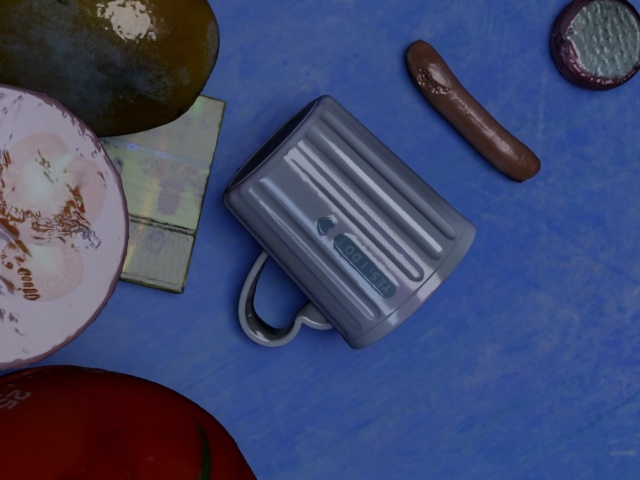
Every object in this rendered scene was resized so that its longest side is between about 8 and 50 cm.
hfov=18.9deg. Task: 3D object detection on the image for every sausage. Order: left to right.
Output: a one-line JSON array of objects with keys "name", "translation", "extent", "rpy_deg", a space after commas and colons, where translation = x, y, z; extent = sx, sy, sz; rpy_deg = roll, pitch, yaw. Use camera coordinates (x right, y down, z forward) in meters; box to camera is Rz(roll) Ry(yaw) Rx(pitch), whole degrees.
[{"name": "sausage", "translation": [0.152, -0.128, 1.949], "extent": [0.186, 0.043, 0.043], "rpy_deg": [45, 77, -12]}]

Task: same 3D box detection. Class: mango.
[{"name": "mango", "translation": [-0.249, -0.187, 1.748], "extent": [0.316, 0.146, 0.193], "rpy_deg": [5, 120, 1]}]

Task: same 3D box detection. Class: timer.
[{"name": "timer", "translation": [-0.224, 0.297, 1.665], "extent": [0.378, 0.279, 0.378], "rpy_deg": [-4, 96, -49]}]

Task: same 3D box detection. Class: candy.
[{"name": "candy", "translation": [0.290, -0.207, 1.992], "extent": [0.103, 0.043, 0.103], "rpy_deg": [0, 89, -18]}]

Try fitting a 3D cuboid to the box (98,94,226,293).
[{"name": "box", "translation": [-0.171, -0.055, 1.849], "extent": [0.121, 0.030, 0.193], "rpy_deg": [14, 84, -16]}]

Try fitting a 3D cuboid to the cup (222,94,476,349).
[{"name": "cup", "translation": [0.006, -0.003, 1.836], "extent": [0.202, 0.167, 0.221], "rpy_deg": [45, 75, -9]}]

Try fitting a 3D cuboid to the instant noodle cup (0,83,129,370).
[{"name": "instant noodle cup", "translation": [-0.308, -0.009, 1.698], "extent": [0.243, 0.231, 0.243], "rpy_deg": [0, 89, -17]}]
